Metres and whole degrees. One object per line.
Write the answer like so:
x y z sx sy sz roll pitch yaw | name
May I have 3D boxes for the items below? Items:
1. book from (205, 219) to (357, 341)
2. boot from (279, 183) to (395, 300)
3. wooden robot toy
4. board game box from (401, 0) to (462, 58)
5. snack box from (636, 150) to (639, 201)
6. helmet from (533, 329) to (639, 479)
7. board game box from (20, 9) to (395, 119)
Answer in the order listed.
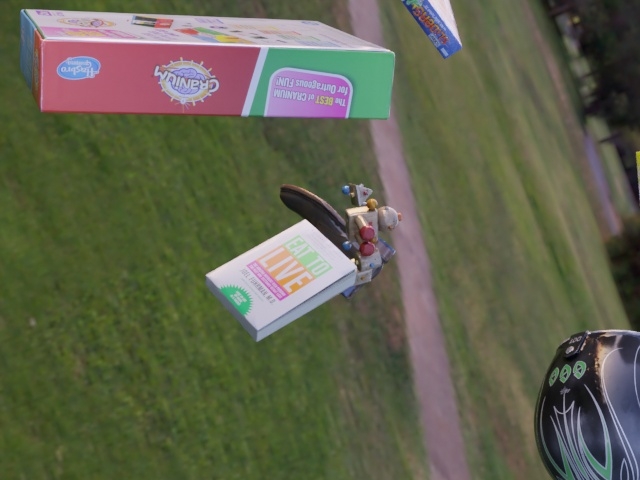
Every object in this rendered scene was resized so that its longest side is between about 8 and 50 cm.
-0.045 0.043 1.420 0.096 0.144 0.035 45 -30 25 | book
0.000 0.000 1.954 0.219 0.106 0.082 33 -6 24 | boot
0.078 -0.013 1.721 0.076 0.079 0.173 -124 -154 -51 | wooden robot toy
0.162 -0.382 1.963 0.136 0.035 0.201 49 20 -25 | board game box
0.513 -0.036 1.642 0.070 0.174 0.207 30 53 -48 | snack box
0.287 0.184 1.205 0.169 0.169 0.161 45 44 -49 | helmet
-0.119 -0.172 1.200 0.242 0.317 0.064 -136 -132 -67 | board game box
